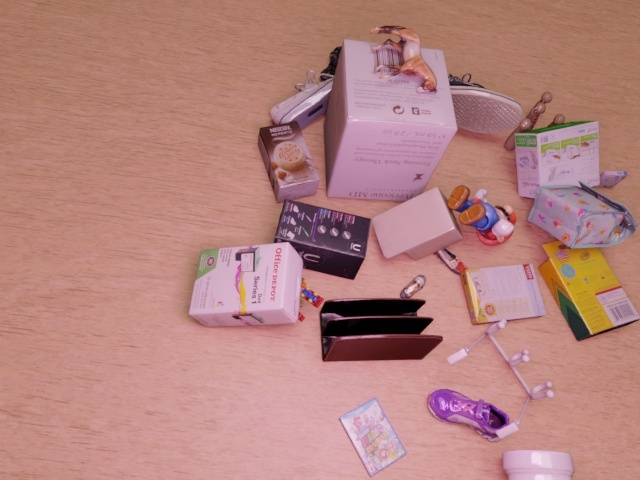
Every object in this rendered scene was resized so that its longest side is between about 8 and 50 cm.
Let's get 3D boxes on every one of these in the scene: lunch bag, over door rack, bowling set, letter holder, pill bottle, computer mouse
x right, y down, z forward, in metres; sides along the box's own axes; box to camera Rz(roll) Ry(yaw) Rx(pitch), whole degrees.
[{"bbox_3d":[0.865,-0.087,1.685,0.262,0.160,0.223,-5,31,-19],"label":"lunch bag"},{"bbox_3d":[0.515,0.358,1.416,0.324,0.108,0.240,-13,65,-51],"label":"over door rack"},{"bbox_3d":[0.847,-0.419,1.926,0.199,0.154,0.287,35,63,10],"label":"bowling set"},{"bbox_3d":[0.163,0.236,1.441,0.301,0.214,0.152,1,63,-8],"label":"letter holder"},{"bbox_3d":[0.553,0.716,1.257,0.210,0.210,0.363,7,61,-6],"label":"pill bottle"},{"bbox_3d":[0.151,-0.642,1.985,0.272,0.072,0.189,17,63,14],"label":"computer mouse"}]

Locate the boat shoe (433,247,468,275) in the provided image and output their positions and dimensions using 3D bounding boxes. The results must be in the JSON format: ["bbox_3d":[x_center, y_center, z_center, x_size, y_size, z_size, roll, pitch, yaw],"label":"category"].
[{"bbox_3d":[0.426,0.063,1.671,0.137,0.043,0.049,41,62,11],"label":"boat shoe"}]

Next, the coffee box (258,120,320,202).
[{"bbox_3d":[-0.110,-0.264,1.723,0.141,0.098,0.247,-14,66,-16],"label":"coffee box"}]

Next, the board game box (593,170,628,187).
[{"bbox_3d":[1.057,-0.224,1.894,0.089,0.090,0.020,0,65,-10],"label":"board game box"}]

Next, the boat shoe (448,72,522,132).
[{"bbox_3d":[0.489,-0.523,1.893,0.499,0.187,0.156,14,55,12],"label":"boat shoe"}]

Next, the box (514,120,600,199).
[{"bbox_3d":[0.834,-0.283,1.808,0.261,0.126,0.231,-15,106,-16],"label":"box"}]

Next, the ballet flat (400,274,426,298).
[{"bbox_3d":[0.296,0.142,1.611,0.114,0.041,0.041,-39,74,-25],"label":"ballet flat"}]

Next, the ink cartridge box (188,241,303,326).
[{"bbox_3d":[-0.203,0.125,1.439,0.277,0.117,0.202,-5,61,17],"label":"ink cartridge box"}]

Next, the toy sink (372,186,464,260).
[{"bbox_3d":[0.308,-0.036,1.634,0.234,0.131,0.153,-27,63,19],"label":"toy sink"}]

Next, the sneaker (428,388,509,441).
[{"bbox_3d":[0.417,0.471,1.423,0.236,0.105,0.095,22,63,4],"label":"sneaker"}]

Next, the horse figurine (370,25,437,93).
[{"bbox_3d":[0.237,-0.542,1.497,0.174,0.066,0.264,-5,65,-5],"label":"horse figurine"}]

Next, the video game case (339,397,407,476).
[{"bbox_3d":[0.142,0.529,1.398,0.119,0.015,0.166,-24,69,-19],"label":"video game case"}]

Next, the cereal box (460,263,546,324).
[{"bbox_3d":[0.577,0.168,1.629,0.240,0.047,0.173,-3,71,-12],"label":"cereal box"}]

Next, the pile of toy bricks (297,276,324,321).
[{"bbox_3d":[-0.082,0.162,1.508,0.212,0.105,0.118,33,77,32],"label":"pile of toy bricks"}]

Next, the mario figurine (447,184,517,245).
[{"bbox_3d":[0.542,-0.094,1.640,0.320,0.170,0.198,18,69,-49],"label":"mario figurine"}]

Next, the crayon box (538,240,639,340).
[{"bbox_3d":[0.856,0.144,1.676,0.202,0.081,0.319,-12,66,-15],"label":"crayon box"}]

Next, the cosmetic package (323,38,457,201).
[{"bbox_3d":[0.200,-0.368,1.659,0.329,0.394,0.328,2,62,-8],"label":"cosmetic package"}]

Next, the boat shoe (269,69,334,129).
[{"bbox_3d":[-0.034,-0.529,1.867,0.367,0.136,0.156,-38,71,-14],"label":"boat shoe"}]

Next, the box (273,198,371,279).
[{"bbox_3d":[0.000,0.000,1.565,0.270,0.165,0.144,13,61,-2],"label":"box"}]
